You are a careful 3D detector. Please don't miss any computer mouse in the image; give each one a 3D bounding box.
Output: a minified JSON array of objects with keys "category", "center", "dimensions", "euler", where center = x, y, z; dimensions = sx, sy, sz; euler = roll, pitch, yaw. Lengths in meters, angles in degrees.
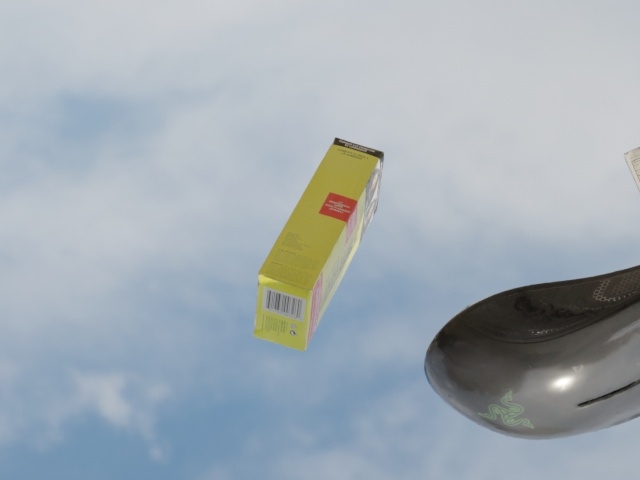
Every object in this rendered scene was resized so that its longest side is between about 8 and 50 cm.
[{"category":"computer mouse","center":[0.207,0.073,1.139],"dimensions":[0.272,0.188,0.072],"euler":[-17,-136,5]}]

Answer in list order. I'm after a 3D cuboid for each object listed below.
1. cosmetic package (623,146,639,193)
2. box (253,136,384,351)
[{"category":"cosmetic package","center":[0.335,-0.043,1.477],"dimensions":[0.060,0.099,0.239],"euler":[-22,173,21]},{"category":"box","center":[0.000,0.000,1.635],"dimensions":[0.058,0.087,0.232],"euler":[17,-140,11]}]
